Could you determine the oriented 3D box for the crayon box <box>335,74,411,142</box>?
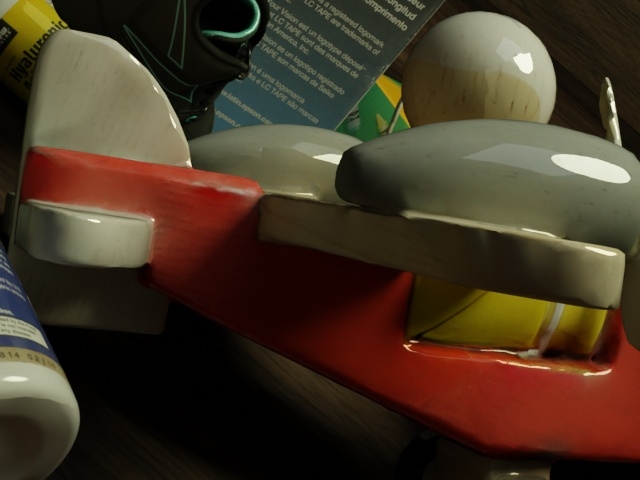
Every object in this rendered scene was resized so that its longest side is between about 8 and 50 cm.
[{"bbox_3d":[0.127,-0.031,1.182,0.165,0.081,0.278,18,32,-47],"label":"crayon box"}]

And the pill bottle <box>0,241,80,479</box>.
[{"bbox_3d":[-0.174,0.027,0.523,0.094,0.094,0.169,15,34,-50],"label":"pill bottle"}]

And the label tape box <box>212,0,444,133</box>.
[{"bbox_3d":[-0.038,-0.219,0.905,0.241,0.333,0.106,34,22,-21],"label":"label tape box"}]

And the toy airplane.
[{"bbox_3d":[0.020,-0.015,0.681,0.386,0.272,0.384,27,-5,27],"label":"toy airplane"}]

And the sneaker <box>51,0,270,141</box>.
[{"bbox_3d":[-0.088,-0.114,0.777,0.106,0.101,0.267,12,-18,8],"label":"sneaker"}]

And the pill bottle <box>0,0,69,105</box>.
[{"bbox_3d":[-0.195,-0.131,0.838,0.116,0.065,0.065,40,21,-3],"label":"pill bottle"}]
